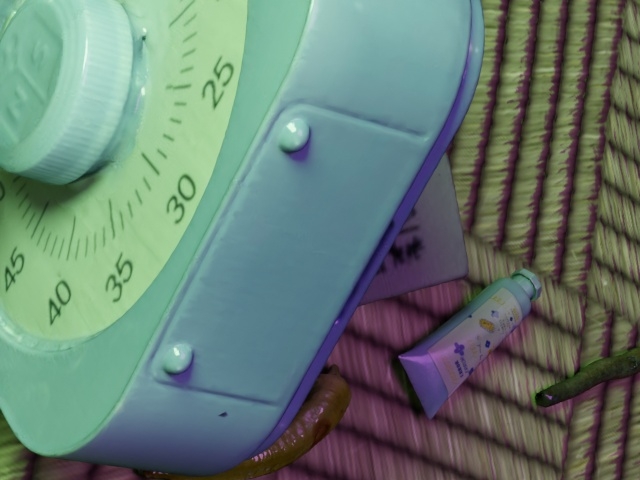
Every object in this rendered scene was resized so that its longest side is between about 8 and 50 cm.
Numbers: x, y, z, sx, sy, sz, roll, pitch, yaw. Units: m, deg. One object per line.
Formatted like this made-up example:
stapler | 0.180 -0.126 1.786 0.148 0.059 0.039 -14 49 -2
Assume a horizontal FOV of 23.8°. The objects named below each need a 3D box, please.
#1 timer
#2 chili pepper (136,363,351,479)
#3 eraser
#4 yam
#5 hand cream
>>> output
timer | -0.110 -0.083 0.919 0.173 0.395 0.395 12 75 -39
chili pepper | -0.044 0.151 1.139 0.208 0.043 0.049 -25 112 -41
eraser | 0.001 0.000 1.179 0.352 0.077 0.111 -13 91 -43
yam | 0.284 0.122 1.450 0.234 0.029 0.027 -13 103 -42
hand cream | 0.132 0.081 1.309 0.171 0.043 0.065 -39 109 -37
